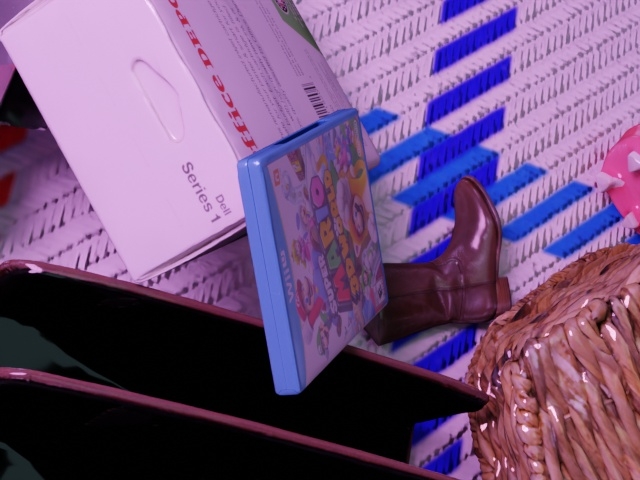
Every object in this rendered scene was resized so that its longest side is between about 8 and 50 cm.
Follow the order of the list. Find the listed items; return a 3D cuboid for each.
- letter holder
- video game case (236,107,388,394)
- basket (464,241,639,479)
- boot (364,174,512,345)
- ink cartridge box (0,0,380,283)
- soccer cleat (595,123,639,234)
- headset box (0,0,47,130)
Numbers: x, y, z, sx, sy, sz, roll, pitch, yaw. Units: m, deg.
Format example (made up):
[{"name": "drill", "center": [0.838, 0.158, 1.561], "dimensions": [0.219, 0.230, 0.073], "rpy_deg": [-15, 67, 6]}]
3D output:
[{"name": "letter holder", "center": [-0.043, 0.117, 0.814], "dimensions": [0.302, 0.214, 0.152], "rpy_deg": [18, 68, -21]}, {"name": "video game case", "center": [0.000, 0.000, 0.801], "dimensions": [0.166, 0.015, 0.119], "rpy_deg": [-37, 120, -67]}, {"name": "basket", "center": [0.216, 0.166, 0.971], "dimensions": [0.213, 0.223, 0.299], "rpy_deg": [-31, 92, -11]}, {"name": "boot", "center": [0.068, 0.012, 1.007], "dimensions": [0.114, 0.037, 0.106], "rpy_deg": [-8, 77, -24]}, {"name": "ink cartridge box", "center": [-0.066, -0.080, 0.866], "dimensions": [0.160, 0.092, 0.219], "rpy_deg": [61, 21, 1]}, {"name": "soccer cleat", "center": [0.295, 0.022, 1.095], "dimensions": [0.095, 0.083, 0.248], "rpy_deg": [-29, 87, -35]}, {"name": "headset box", "center": [-0.276, -0.153, 0.835], "dimensions": [0.293, 0.110, 0.218], "rpy_deg": [27, 64, -18]}]
